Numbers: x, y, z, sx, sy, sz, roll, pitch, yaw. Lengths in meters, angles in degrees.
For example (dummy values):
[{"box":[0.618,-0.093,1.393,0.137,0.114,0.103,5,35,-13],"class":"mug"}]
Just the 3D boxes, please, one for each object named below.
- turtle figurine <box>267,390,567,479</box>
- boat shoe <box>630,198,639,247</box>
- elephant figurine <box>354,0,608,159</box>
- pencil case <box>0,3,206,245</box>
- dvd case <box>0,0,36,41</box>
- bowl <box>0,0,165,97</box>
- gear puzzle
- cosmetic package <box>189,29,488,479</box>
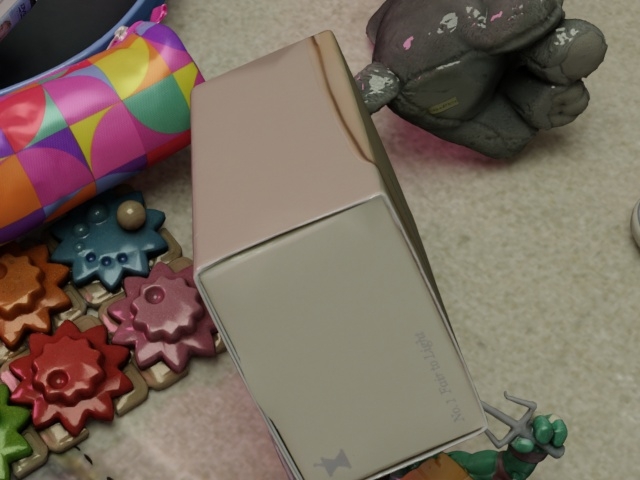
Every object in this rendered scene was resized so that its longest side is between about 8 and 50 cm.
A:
[{"box":[0.085,0.172,0.980,0.175,0.118,0.234,-40,81,-2],"class":"turtle figurine"},{"box":[0.325,0.009,1.095,0.227,0.081,0.079,26,62,16],"class":"boat shoe"},{"box":[0.107,-0.186,1.199,0.169,0.186,0.239,-40,42,27],"class":"elephant figurine"},{"box":[-0.188,-0.070,1.122,0.236,0.104,0.104,-32,63,-20],"class":"pencil case"},{"box":[-0.350,-0.129,1.141,0.180,0.022,0.253,28,64,18],"class":"dvd case"},{"box":[-0.301,-0.235,1.263,0.391,0.077,0.391,-1,59,1],"class":"bowl"},{"box":[-0.233,0.082,1.083,0.339,0.044,0.175,-32,63,-17],"class":"gear puzzle"},{"box":[0.000,0.000,0.969,0.113,0.160,0.309,-23,24,4],"class":"cosmetic package"}]
